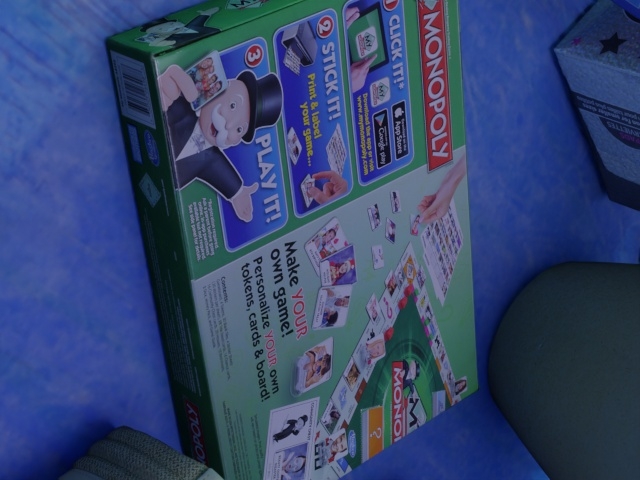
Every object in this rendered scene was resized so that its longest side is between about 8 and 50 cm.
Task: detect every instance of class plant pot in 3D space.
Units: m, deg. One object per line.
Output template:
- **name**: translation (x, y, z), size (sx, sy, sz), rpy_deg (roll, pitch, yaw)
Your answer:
- **plant pot**: translation (0.255, 0.124, 0.948), size (0.256, 0.274, 0.257), rpy_deg (-20, 123, -35)

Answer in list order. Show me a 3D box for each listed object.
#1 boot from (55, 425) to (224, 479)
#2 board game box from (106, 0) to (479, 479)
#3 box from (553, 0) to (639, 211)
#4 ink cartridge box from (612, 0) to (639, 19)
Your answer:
- **boot**: translation (-0.092, 0.214, 0.682), size (0.203, 0.262, 0.095), rpy_deg (-31, 138, -31)
- **board game box**: translation (0.000, 0.000, 0.820), size (0.213, 0.046, 0.317), rpy_deg (-27, 125, -33)
- **box**: translation (0.304, -0.088, 0.918), size (0.142, 0.247, 0.163), rpy_deg (-48, 134, -18)
- **ink cartridge box**: translation (0.247, -0.296, 0.760), size (0.395, 0.151, 0.270), rpy_deg (-50, 169, -17)
